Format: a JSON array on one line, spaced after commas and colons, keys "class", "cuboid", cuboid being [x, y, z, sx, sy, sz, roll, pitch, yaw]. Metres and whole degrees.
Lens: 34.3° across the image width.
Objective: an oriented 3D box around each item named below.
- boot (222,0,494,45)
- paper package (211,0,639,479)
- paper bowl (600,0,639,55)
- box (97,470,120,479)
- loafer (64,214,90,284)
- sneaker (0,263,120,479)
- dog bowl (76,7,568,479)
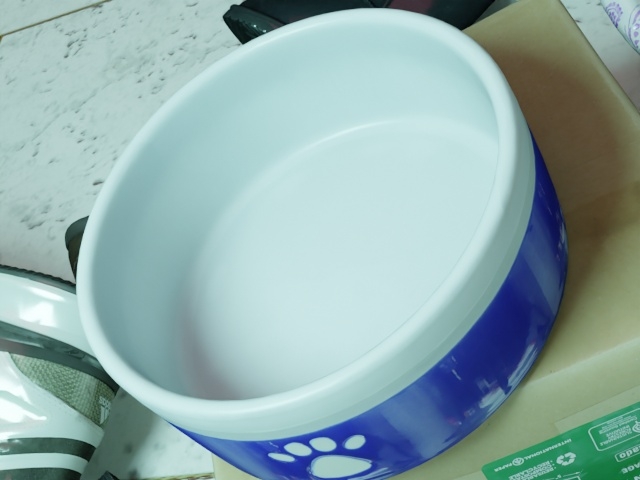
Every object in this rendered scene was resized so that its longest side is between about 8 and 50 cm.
[{"class": "boot", "cuboid": [0.051, -0.234, 0.982, 0.246, 0.094, 0.207, 28, 76, 36]}, {"class": "paper package", "cuboid": [0.083, 0.038, 0.698, 0.325, 0.168, 0.309, -26, 47, 11]}, {"class": "paper bowl", "cuboid": [0.340, -0.219, 0.713, 0.284, 0.148, 0.284, -5, 81, 31]}, {"class": "box", "cuboid": [-0.172, 0.292, 0.740, 0.191, 0.045, 0.184, -45, 47, -7]}, {"class": "loafer", "cuboid": [-0.134, 0.003, 0.934, 0.220, 0.080, 0.078, -19, 57, 25]}, {"class": "sneaker", "cuboid": [-0.384, 0.131, 0.826, 0.448, 0.169, 0.257, 10, 64, 20]}, {"class": "dog bowl", "cuboid": [0.000, 0.000, 0.589, 0.265, 0.104, 0.265, -17, 50, 21]}]
